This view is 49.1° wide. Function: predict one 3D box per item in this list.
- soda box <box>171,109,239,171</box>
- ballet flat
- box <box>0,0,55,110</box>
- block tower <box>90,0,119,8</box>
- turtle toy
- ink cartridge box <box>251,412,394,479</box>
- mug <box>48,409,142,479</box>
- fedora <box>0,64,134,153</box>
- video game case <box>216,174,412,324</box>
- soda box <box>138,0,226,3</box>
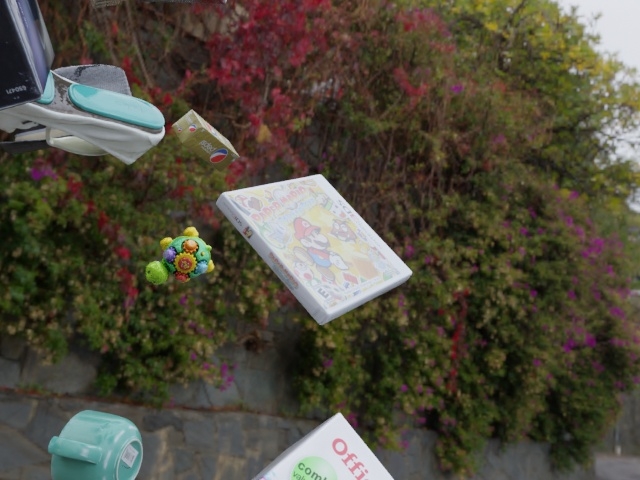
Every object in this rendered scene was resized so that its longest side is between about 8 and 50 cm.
[{"bbox_3d":[-0.256,-0.221,1.575,0.061,0.058,0.181,-38,-24,7],"label":"soda box"},{"bbox_3d":[-0.452,-0.217,1.155,0.400,0.139,0.139,19,-17,-39],"label":"ballet flat"},{"bbox_3d":[-0.426,-0.301,0.758,0.182,0.296,0.294,-17,27,-11],"label":"box"},{"bbox_3d":[-0.403,-0.581,1.408,0.091,0.097,0.335,-22,6,-27],"label":"block tower"},{"bbox_3d":[-0.262,0.040,1.299,0.130,0.095,0.066,-24,19,2],"label":"turtle toy"},{"bbox_3d":[-0.043,0.358,0.737,0.198,0.270,0.197,50,-33,10],"label":"ink cartridge box"},{"bbox_3d":[-0.345,0.341,1.088,0.097,0.129,0.158,7,12,16],"label":"mug"},{"bbox_3d":[-0.511,-0.284,1.468,0.334,0.152,0.334,-10,13,2],"label":"fedora"},{"bbox_3d":[0.000,0.000,0.932,0.227,0.206,0.026,-19,-28,-55],"label":"video game case"},{"bbox_3d":[-0.355,-0.655,1.749,0.263,0.083,0.092,8,-22,21],"label":"soda box"}]
